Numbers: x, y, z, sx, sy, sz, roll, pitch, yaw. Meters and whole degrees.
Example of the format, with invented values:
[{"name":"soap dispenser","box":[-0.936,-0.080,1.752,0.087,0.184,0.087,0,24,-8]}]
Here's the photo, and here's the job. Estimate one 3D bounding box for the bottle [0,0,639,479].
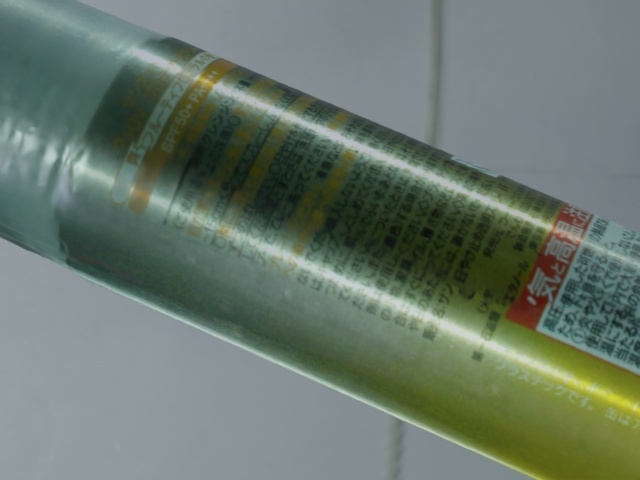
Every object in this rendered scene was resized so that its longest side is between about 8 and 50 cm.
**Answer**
[{"name":"bottle","box":[0.000,0.000,0.578,0.286,0.082,0.082,24,85,9]}]
